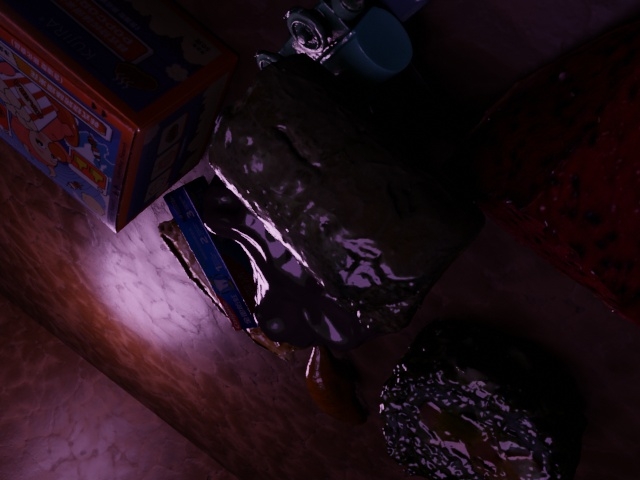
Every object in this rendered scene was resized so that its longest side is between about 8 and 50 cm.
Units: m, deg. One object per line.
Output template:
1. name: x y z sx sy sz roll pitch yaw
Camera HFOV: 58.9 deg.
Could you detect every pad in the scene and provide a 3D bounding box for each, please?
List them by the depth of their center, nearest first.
1. pad: 0.084 -0.221 0.770 0.211 0.003 0.143 50 160 -15

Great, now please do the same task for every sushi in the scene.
1. sushi: 0.286 0.311 1.019 0.351 0.178 0.294 18 126 27

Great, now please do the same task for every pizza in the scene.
1. pizza: -0.149 0.126 1.300 0.434 0.080 0.392 12 135 33

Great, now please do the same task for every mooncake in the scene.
1. mooncake: 0.000 0.000 0.913 0.350 0.212 0.381 -18 114 31

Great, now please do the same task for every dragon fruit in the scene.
1. dragon fruit: 0.295 -0.022 0.633 0.330 0.240 0.302 56 149 -12

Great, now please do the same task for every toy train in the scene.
1. toy train: 0.015 -0.237 0.736 0.159 0.101 0.248 40 163 -14

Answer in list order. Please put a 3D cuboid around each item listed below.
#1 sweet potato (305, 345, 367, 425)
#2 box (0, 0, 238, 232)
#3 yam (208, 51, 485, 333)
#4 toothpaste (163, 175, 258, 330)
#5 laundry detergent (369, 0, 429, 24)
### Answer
1. sweet potato: 0.027 0.349 1.356 0.112 0.112 0.359 11 138 32
2. box: -0.380 -0.255 0.956 0.348 0.257 0.318 40 144 -1
3. yam: 0.031 -0.049 0.654 0.300 0.195 0.195 45 144 10
4. toothpaste: -0.204 0.031 1.153 0.076 0.066 0.321 -16 106 40
5. laundry detergent: 0.053 -0.351 0.650 0.206 0.061 0.096 49 158 -11
